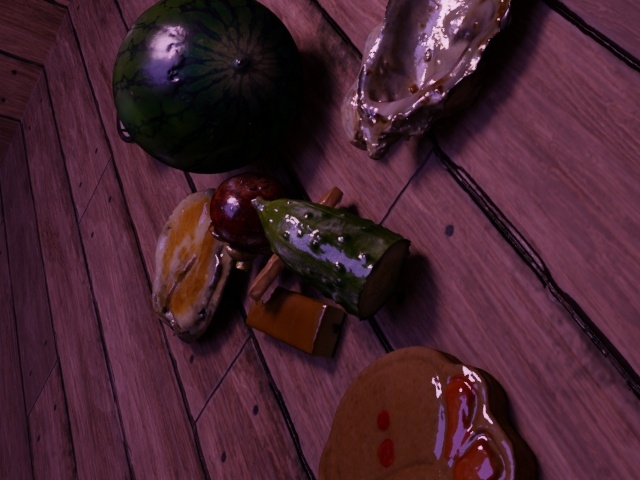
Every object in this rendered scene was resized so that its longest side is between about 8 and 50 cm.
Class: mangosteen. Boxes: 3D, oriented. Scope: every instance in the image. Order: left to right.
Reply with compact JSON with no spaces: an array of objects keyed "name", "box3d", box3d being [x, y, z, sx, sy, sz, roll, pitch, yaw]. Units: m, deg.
[{"name":"mangosteen","box3d":[-0.117,-0.035,1.476,0.145,0.181,0.156,-37,49,-20]}]

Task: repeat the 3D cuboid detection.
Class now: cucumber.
[{"name":"cucumber","box3d":[-0.001,0.003,1.191,0.244,0.134,0.134,32,106,21]}]

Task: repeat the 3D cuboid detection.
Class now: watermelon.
[{"name":"watermelon","box3d":[-0.202,-0.283,1.492,0.363,0.363,0.364,-26,57,48]}]

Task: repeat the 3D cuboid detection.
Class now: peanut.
[{"name":"peanut","box3d":[0.088,-0.241,1.282,0.087,0.087,0.207,23,96,56]}]

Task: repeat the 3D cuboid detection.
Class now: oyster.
[{"name":"oyster","box3d":[0.179,-0.269,1.160,0.221,0.096,0.361,25,97,48]}]

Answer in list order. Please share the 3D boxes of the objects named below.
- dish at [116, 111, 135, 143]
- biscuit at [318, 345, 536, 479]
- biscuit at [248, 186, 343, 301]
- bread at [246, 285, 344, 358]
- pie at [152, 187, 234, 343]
[{"name":"dish","box3d":[-0.371,-0.349,1.949,0.303,0.120,0.303,-26,57,48]},{"name":"biscuit","box3d":[0.120,0.322,1.045,0.359,0.074,0.381,-40,44,43]},{"name":"biscuit","box3d":[-0.042,0.003,1.358,0.236,0.040,0.144,-53,7,31]},{"name":"bread","box3d":[-0.047,0.127,1.367,0.226,0.049,0.088,16,91,57]},{"name":"pie","box3d":[-0.248,0.048,1.665,0.339,0.077,0.339,-32,50,49]}]
